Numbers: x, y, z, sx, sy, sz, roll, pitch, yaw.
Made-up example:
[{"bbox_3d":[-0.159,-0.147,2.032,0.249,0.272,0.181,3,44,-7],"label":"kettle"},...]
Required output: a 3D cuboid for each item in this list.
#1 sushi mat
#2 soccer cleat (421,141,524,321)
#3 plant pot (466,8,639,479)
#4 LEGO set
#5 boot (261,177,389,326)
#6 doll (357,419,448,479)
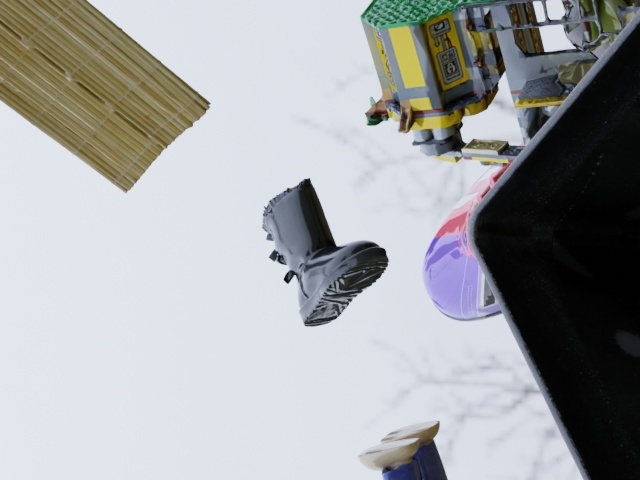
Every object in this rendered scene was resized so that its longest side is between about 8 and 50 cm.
[{"bbox_3d":[-0.275,-0.185,2.037,0.316,0.151,0.019,39,-165,-38],"label":"sushi mat"},{"bbox_3d":[0.169,-0.043,1.340,0.116,0.318,0.108,-2,-119,-48],"label":"soccer cleat"},{"bbox_3d":[0.205,0.012,0.758,0.167,0.187,0.188,3,-131,-34],"label":"plant pot"},{"bbox_3d":[0.200,-0.093,1.036,0.255,0.331,0.192,-67,-36,-57],"label":"LEGO set"},{"bbox_3d":[0.001,0.000,1.372,0.045,0.121,0.099,-8,-113,-29],"label":"boot"},{"bbox_3d":[0.081,0.207,1.113,0.129,0.046,0.189,-24,-84,-64],"label":"doll"}]
